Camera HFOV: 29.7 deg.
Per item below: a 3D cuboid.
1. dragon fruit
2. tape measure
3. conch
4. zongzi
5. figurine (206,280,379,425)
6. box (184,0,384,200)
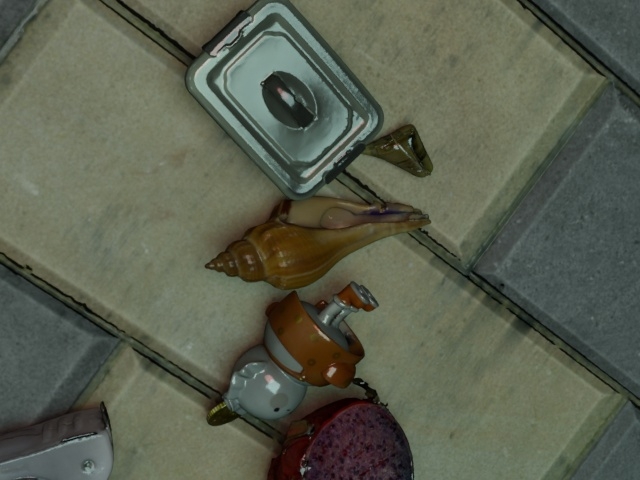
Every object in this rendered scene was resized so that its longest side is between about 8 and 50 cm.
[{"bbox_3d":[0.005,0.315,1.609,0.218,0.148,0.223,-39,112,-36],"label":"dragon fruit"},{"bbox_3d":[-0.360,0.325,1.509,0.236,0.120,0.197,-14,108,-8],"label":"tape measure"},{"bbox_3d":[-0.002,0.004,1.554,0.330,0.109,0.093,-10,140,-34],"label":"conch"},{"bbox_3d":[0.099,-0.104,1.584,0.083,0.040,0.076,-27,115,4],"label":"zongzi"},{"bbox_3d":[-0.043,0.149,1.562,0.271,0.143,0.143,-28,110,18],"label":"figurine"},{"bbox_3d":[-0.048,-0.176,1.474,0.162,0.130,0.227,-44,109,-2],"label":"box"}]
